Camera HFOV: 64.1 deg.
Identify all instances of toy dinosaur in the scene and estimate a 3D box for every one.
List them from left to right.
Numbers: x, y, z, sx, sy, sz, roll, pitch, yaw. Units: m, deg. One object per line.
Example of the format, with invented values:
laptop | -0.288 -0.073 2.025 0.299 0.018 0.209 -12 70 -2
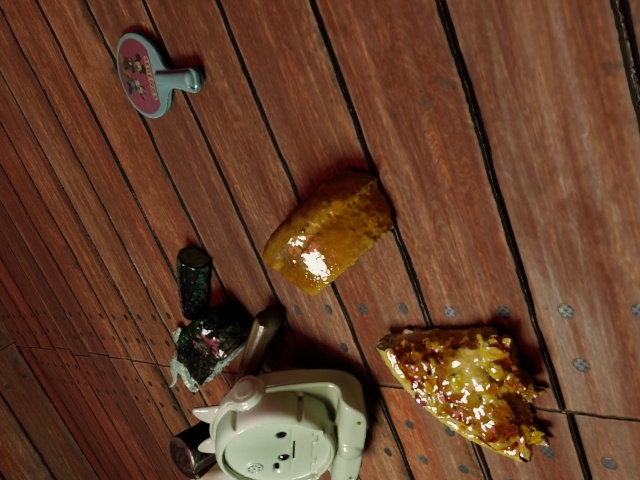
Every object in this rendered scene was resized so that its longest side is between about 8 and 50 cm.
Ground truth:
toy dinosaur | -0.380 0.333 1.376 0.167 0.053 0.242 55 137 0

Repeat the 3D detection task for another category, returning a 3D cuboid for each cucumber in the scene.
cucumber | -0.295 0.111 1.151 0.078 0.062 0.211 35 134 18

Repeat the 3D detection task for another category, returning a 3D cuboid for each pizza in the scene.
pizza | 0.218 0.212 0.759 0.289 0.081 0.229 39 135 18

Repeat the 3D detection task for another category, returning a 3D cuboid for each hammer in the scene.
hammer | -0.162 0.309 1.082 0.095 0.242 0.409 38 121 24

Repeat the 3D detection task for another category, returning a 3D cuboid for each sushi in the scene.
sushi | -0.244 0.227 1.136 0.127 0.124 0.225 48 138 5

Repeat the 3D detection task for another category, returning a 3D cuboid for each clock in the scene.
clock | -0.078 0.372 0.980 0.324 0.109 0.265 -1 126 -5

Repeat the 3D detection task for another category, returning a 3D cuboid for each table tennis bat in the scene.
table tennis bat | -0.293 -0.293 0.915 0.244 0.040 0.153 18 126 38

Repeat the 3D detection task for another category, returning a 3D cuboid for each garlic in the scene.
garlic | -0.211 0.565 1.309 0.128 0.148 0.266 30 142 -21

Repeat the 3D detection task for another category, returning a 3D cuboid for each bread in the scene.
bread | -0.008 0.007 0.785 0.129 0.134 0.260 50 137 2

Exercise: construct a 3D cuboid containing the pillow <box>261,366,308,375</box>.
pillow | -0.083 0.356 1.088 0.059 0.169 0.255 -116 25 -50
